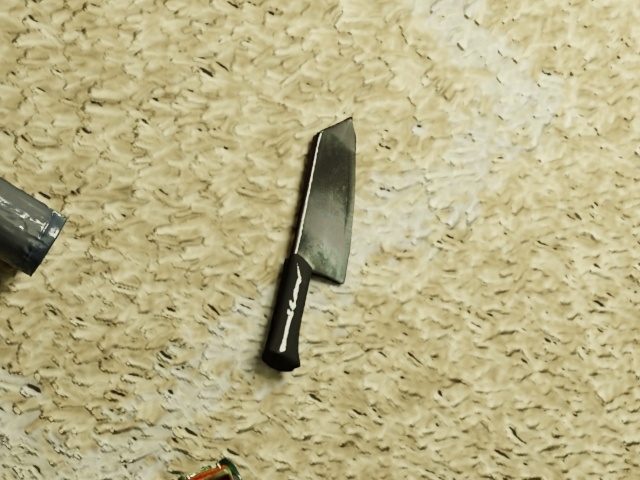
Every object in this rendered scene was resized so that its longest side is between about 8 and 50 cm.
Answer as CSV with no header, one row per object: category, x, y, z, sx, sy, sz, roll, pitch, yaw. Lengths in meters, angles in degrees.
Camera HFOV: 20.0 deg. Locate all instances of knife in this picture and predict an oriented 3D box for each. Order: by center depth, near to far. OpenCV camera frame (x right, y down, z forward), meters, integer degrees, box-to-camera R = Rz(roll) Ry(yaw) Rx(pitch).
knife,0.000,0.000,1.463,0.060,0.028,0.230,24,64,-27

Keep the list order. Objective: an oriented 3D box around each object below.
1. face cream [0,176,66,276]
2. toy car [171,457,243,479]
face cream,-0.323,-0.070,1.325,0.291,0.071,0.144,34,66,-10
toy car,-0.070,0.238,1.348,0.073,0.054,0.143,-18,82,-24
